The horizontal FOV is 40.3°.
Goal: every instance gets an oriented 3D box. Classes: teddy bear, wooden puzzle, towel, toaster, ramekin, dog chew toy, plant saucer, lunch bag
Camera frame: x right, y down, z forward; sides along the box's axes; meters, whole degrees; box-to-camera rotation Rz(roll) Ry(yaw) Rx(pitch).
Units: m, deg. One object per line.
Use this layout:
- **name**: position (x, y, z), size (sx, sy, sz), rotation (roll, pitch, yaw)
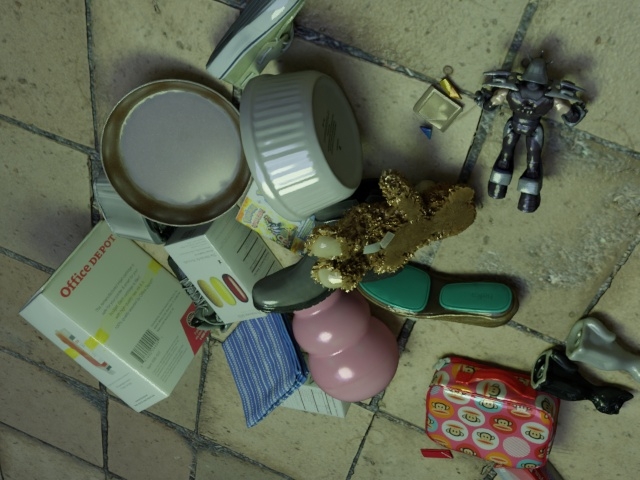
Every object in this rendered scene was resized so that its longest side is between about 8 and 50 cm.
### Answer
- **teddy bear**: position (0.121, -0.026, 1.621), size (0.338, 0.113, 0.245), rotation (-36, 134, 1)
- **wooden puzzle**: position (0.210, -0.234, 1.548), size (0.078, 0.014, 0.116), rotation (42, 136, -7)
- **towel**: position (-0.145, 0.287, 2.101), size (0.336, 0.040, 0.243), rotation (-50, 55, 48)
- **toaster**: position (-0.401, -0.085, 1.934), size (0.146, 0.129, 0.227), rotation (7, 132, 28)
- **ramekin**: position (-0.023, -0.177, 1.554), size (0.127, 0.273, 0.273), rotation (-13, 123, 23)
- **dog chew toy**: position (0.034, 0.192, 1.919), size (0.206, 0.206, 0.332), rotation (-16, 112, 38)
- **plant saucer**: position (-0.286, -0.179, 1.763), size (0.310, 0.050, 0.310), rotation (1, 115, 1)
- **lunch bag**: position (0.381, 0.377, 1.952), size (0.293, 0.120, 0.258), rotation (13, 134, 18)

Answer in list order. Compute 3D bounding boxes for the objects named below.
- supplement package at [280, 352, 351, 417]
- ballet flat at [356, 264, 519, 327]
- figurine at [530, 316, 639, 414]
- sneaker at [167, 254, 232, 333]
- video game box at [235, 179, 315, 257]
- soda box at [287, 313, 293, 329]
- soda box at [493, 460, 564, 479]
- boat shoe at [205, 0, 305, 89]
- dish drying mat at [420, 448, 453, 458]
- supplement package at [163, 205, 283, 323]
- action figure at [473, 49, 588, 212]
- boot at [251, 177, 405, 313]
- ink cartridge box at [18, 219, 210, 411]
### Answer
- **supplement package**: position (-0.012, 0.354, 2.152), size (0.179, 0.105, 0.105), rotation (5, 132, 24)
- **ballet flat**: position (0.242, 0.125, 1.817), size (0.342, 0.116, 0.124), rotation (5, 151, 19)
- **figurine**: position (0.577, 0.269, 1.782), size (0.209, 0.092, 0.215), rotation (25, 137, -6)
- **sneaker**: position (-0.290, 0.134, 2.074), size (0.228, 0.132, 0.086), rotation (41, 136, -13)
- **video game box**: position (-0.063, -0.071, 1.824), size (0.187, 0.048, 0.205), rotation (31, 137, 1)
- **soda box**: position (-0.103, 0.257, 2.142), size (0.058, 0.061, 0.181), rotation (34, 137, -3)
- **soda box**: position (0.528, 0.597, 2.108), size (0.092, 0.083, 0.263), rotation (-21, 117, 40)
- **boat shoe**: position (-0.097, -0.368, 1.538), size (0.094, 0.109, 0.302), rotation (29, 149, -22)
- **dish drying mat**: position (0.299, 0.549, 2.241), size (0.083, 0.008, 0.032), rotation (-7, 127, 33)
- **supplement package**: position (-0.206, 0.049, 1.948), size (0.139, 0.134, 0.244), rotation (-15, 122, 38)
- **action figure**: position (0.342, -0.191, 1.462), size (0.185, 0.099, 0.285), rotation (20, 133, 21)
- **boot**: position (0.000, 0.000, 1.733), size (0.338, 0.118, 0.223), rotation (-21, 128, -8)
- **ink cartridge box**: position (-0.483, 0.180, 2.117), size (0.384, 0.279, 0.160), rotation (44, 136, -14)
